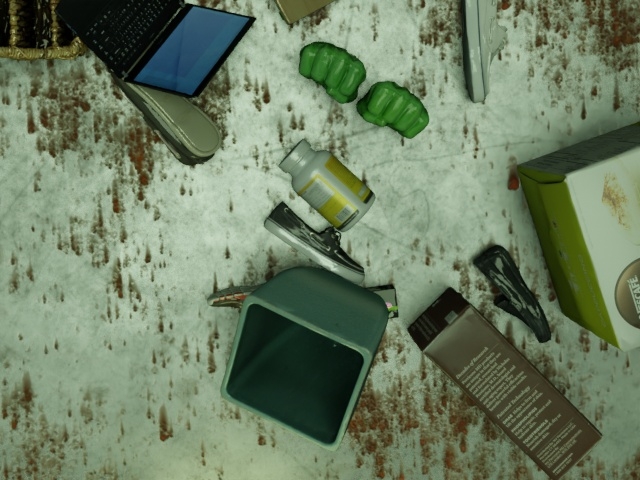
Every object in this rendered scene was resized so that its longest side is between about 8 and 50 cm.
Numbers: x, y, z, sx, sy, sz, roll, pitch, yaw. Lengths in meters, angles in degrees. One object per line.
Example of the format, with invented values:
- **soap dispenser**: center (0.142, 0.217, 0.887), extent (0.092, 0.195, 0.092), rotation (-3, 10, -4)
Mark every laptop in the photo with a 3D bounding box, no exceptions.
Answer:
- **laptop**: center (-0.294, -0.407, 1.802), extent (0.264, 0.137, 0.234), rotation (47, 54, -24)

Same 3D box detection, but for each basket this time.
- **basket**: center (-0.509, -0.474, 1.792), extent (0.214, 0.223, 0.299), rotation (1, 97, -4)

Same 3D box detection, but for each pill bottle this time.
- **pill bottle**: center (0.010, -0.110, 1.937), extent (0.184, 0.103, 0.103), rotation (42, 93, -8)

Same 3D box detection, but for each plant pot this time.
- **plant pot**: center (-0.006, 0.188, 1.876), extent (0.247, 0.252, 0.247), rotation (24, 122, 11)

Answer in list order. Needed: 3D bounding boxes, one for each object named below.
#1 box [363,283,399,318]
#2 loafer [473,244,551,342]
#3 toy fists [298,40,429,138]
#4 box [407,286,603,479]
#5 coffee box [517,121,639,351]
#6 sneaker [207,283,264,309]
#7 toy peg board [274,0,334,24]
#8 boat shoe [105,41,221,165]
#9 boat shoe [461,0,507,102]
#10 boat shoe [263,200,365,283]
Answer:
- **box**: center (0.111, 0.126, 2.002), extent (0.083, 0.052, 0.062), rotation (-8, 99, -2)
- **loafer**: center (0.388, 0.116, 2.011), extent (0.078, 0.076, 0.223), rotation (-32, 94, 6)
- **toy fists**: center (0.081, -0.287, 1.898), extent (0.279, 0.142, 0.096), rotation (32, 94, -7)
- **box**: center (0.359, 0.279, 1.970), extent (0.143, 0.191, 0.381), rotation (-44, 98, 2)
- **coffee box**: center (0.606, -0.031, 1.870), extent (0.335, 0.338, 0.337), rotation (-20, 98, -1)
- **sneaker**: center (-0.145, 0.126, 1.982), extent (0.158, 0.061, 0.064), rotation (-7, 104, -3)
- **toy peg board**: center (-0.042, -0.512, 1.903), extent (0.161, 0.079, 0.161), rotation (-31, 100, -15)
- **boat shoe**: center (-0.324, -0.278, 1.888), extent (0.335, 0.095, 0.112), rotation (52, 52, -8)
- **boat shoe**: center (0.320, -0.396, 1.924), extent (0.084, 0.095, 0.258), rotation (-3, 99, 1)
- **boat shoe**: center (0.000, 0.000, 1.969), extent (0.229, 0.080, 0.076), rotation (32, 96, 0)
